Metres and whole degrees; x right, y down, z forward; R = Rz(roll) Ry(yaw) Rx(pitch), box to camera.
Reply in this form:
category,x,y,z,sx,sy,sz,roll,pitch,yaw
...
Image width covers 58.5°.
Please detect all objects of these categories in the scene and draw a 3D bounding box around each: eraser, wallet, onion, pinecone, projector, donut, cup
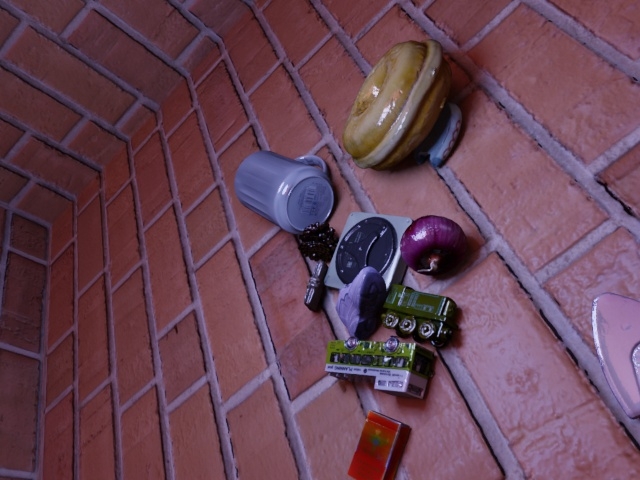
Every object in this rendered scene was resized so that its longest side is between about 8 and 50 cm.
category,x,y,z,sx,sy,sz,roll,pitch,yaw
eraser,0.650,0.209,1.167,0.204,0.059,0.243,-40,48,19
wallet,-0.013,0.142,1.802,0.039,0.118,0.152,17,73,16
onion,0.303,0.016,1.528,0.177,0.177,0.153,-49,40,9
pinecone,-0.002,0.000,1.862,0.140,0.140,0.120,-20,43,35
projector,0.146,0.042,1.732,0.259,0.079,0.257,9,74,47
donut,0.234,-0.420,1.779,0.448,0.198,0.448,-54,18,26
cup,-0.093,-0.192,2.019,0.323,0.236,0.327,-35,35,-22

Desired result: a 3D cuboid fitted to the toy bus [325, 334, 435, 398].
category,x,y,z,sx,sy,sz,roll,pitch,yaw
toy bus,0.149,0.335,1.533,0.302,0.113,0.139,-7,62,44

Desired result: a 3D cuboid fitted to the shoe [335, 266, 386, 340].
category,x,y,z,sx,sy,sz,roll,pitch,yaw
shoe,0.104,0.159,1.618,0.137,0.095,0.244,45,138,41

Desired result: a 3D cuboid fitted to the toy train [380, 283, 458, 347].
category,x,y,z,sx,sy,sz,roll,pitch,yaw
toy train,0.264,0.198,1.520,0.226,0.090,0.137,8,68,46

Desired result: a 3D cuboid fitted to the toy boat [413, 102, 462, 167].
category,x,y,z,sx,sy,sz,roll,pitch,yaw
toy boat,0.371,-0.322,1.761,0.134,0.079,0.207,23,92,59

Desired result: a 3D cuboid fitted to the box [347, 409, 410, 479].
category,x,y,z,sx,sy,sz,roll,pitch,yaw
box,0.148,0.534,1.452,0.112,0.048,0.175,9,73,48
